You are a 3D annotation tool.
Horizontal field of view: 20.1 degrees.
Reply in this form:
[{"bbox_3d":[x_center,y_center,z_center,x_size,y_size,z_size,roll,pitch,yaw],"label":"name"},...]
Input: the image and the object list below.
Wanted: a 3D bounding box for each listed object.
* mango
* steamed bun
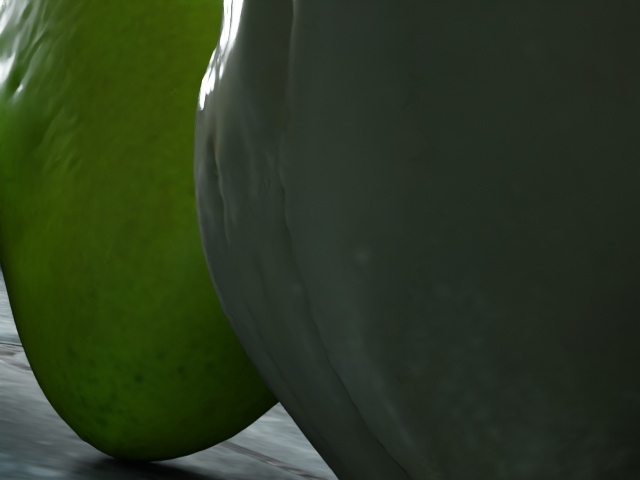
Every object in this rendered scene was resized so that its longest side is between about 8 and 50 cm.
[{"bbox_3d":[-0.049,-0.052,0.667,0.149,0.185,0.273,19,26,-28],"label":"mango"},{"bbox_3d":[0.166,-0.004,0.421,0.367,0.255,0.342,-16,-32,15],"label":"steamed bun"}]
